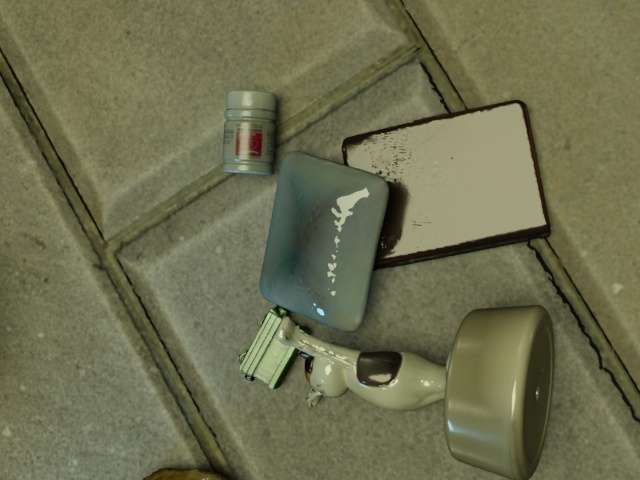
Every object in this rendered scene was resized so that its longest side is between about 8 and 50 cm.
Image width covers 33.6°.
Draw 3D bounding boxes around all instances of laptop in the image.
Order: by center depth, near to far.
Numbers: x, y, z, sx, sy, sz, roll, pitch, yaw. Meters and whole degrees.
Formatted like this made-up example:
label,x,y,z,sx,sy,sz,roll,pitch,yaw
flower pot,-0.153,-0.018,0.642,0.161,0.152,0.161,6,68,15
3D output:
label,x,y,z,sx,sy,sz,roll,pitch,yaw
laptop,0.134,-0.059,1.152,0.207,0.026,0.153,-12,86,14

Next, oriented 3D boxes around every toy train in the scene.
label,x,y,z,sx,sy,sz,roll,pitch,yaw
toy train,-0.053,0.122,1.197,0.056,0.038,0.093,30,97,7

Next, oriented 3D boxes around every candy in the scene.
label,x,y,z,sx,sy,sz,roll,pitch,yaw
candy,0.000,0.000,1.149,0.138,0.071,0.174,20,106,33

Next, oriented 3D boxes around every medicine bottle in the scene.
label,x,y,z,sx,sy,sz,roll,pitch,yaw
medicine bottle,-0.080,-0.120,1.190,0.058,0.058,0.091,3,91,15

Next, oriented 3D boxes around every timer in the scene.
label,x,y,z,sx,sy,sz,roll,pitch,yaw
timer,0.095,0.143,1.099,0.266,0.175,0.175,4,91,22

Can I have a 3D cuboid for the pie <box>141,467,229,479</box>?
label,x,y,z,sx,sy,sz,roll,pitch,yaw
pie,-0.157,0.340,1.206,0.194,0.079,0.163,-11,80,15
